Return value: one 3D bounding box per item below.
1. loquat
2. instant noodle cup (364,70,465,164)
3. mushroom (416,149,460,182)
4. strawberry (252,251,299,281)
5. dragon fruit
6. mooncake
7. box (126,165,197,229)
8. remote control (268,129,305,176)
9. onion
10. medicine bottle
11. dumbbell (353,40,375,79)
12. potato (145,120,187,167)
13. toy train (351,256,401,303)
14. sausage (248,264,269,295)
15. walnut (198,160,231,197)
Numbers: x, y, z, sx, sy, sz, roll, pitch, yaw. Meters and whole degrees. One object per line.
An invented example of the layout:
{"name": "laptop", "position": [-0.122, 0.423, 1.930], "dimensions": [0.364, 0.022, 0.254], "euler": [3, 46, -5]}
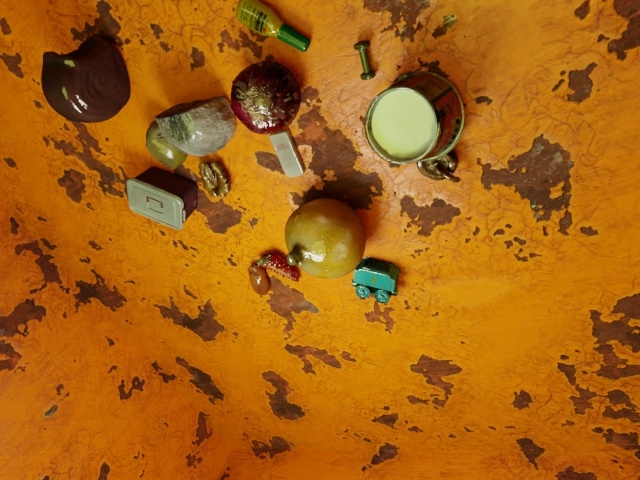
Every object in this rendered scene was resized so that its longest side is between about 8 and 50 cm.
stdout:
{"name": "loquat", "position": [0.000, 0.000, 1.856], "dimensions": [0.329, 0.360, 0.328], "euler": [26, 130, 36]}
{"name": "instant noodle cup", "position": [0.279, -0.362, 1.468], "dimensions": [0.297, 0.214, 0.296], "euler": [11, 115, 24]}
{"name": "mushroom", "position": [0.409, -0.257, 1.625], "dimensions": [0.170, 0.080, 0.135], "euler": [44, 137, -2]}
{"name": "strawberry", "position": [-0.194, 0.117, 2.231], "dimensions": [0.208, 0.086, 0.167], "euler": [31, 160, -35]}
{"name": "dragon fruit", "position": [-0.479, -0.418, 1.836], "dimensions": [0.283, 0.221, 0.203], "euler": [-4, 118, 25]}
{"name": "mooncake", "position": [-0.867, -0.609, 1.807], "dimensions": [0.174, 0.326, 0.333], "euler": [12, 98, 20]}
{"name": "box", "position": [-0.699, -0.200, 2.147], "dimensions": [0.294, 0.167, 0.193], "euler": [22, 134, 8]}
{"name": "remote control", "position": [-0.127, -0.333, 1.857], "dimensions": [0.088, 0.029, 0.190], "euler": [-7, 123, 30]}
{"name": "onion", "position": [-0.186, -0.494, 1.652], "dimensions": [0.247, 0.190, 0.246], "euler": [-1, 121, -1]}
{"name": "medicine bottle", "position": [-0.152, -0.697, 1.555], "dimensions": [0.261, 0.064, 0.095], "euler": [30, 133, -1]}
{"name": "dumbbell", "position": [0.141, -0.573, 1.525], "dimensions": [0.052, 0.046, 0.117], "euler": [4, 128, 30]}
{"name": "potato", "position": [-0.637, -0.397, 1.973], "dimensions": [0.137, 0.154, 0.200], "euler": [-20, 116, 13]}
{"name": "toy train", "position": [0.235, 0.168, 2.032], "dimensions": [0.204, 0.112, 0.162], "euler": [11, 125, 15]}
{"name": "sausage", "position": [-0.299, 0.187, 2.329], "dimensions": [0.089, 0.089, 0.179], "euler": [2, 123, 24]}
{"name": "walnut", "position": [-0.444, -0.264, 2.040], "dimensions": [0.143, 0.069, 0.170], "euler": [4, 126, 24]}
